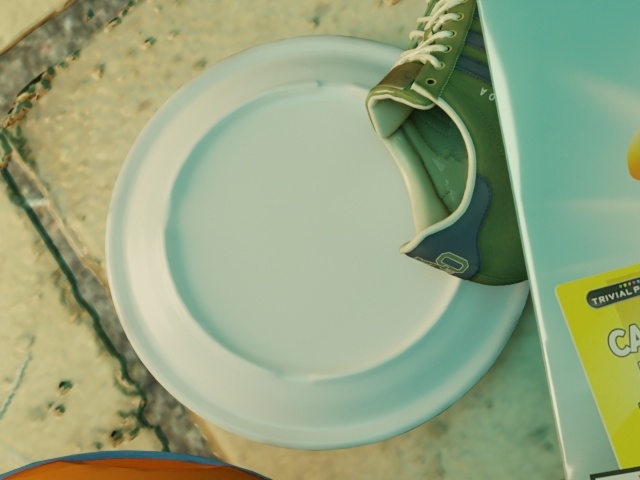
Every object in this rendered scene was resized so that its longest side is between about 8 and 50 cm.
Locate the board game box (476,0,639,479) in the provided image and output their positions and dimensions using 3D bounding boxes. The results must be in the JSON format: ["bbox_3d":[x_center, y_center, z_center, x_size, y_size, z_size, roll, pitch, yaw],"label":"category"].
[{"bbox_3d":[0.197,-0.045,0.582,0.253,0.079,0.336,-14,79,21],"label":"board game box"}]

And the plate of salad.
[{"bbox_3d":[0.000,0.000,0.745,0.199,0.048,0.200,-1,74,4],"label":"plate of salad"}]

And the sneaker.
[{"bbox_3d":[0.061,-0.072,0.703,0.086,0.064,0.192,1,71,-23],"label":"sneaker"}]

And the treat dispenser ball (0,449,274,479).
[{"bbox_3d":[-0.076,0.227,0.628,0.288,0.288,0.288,-1,86,13],"label":"treat dispenser ball"}]
